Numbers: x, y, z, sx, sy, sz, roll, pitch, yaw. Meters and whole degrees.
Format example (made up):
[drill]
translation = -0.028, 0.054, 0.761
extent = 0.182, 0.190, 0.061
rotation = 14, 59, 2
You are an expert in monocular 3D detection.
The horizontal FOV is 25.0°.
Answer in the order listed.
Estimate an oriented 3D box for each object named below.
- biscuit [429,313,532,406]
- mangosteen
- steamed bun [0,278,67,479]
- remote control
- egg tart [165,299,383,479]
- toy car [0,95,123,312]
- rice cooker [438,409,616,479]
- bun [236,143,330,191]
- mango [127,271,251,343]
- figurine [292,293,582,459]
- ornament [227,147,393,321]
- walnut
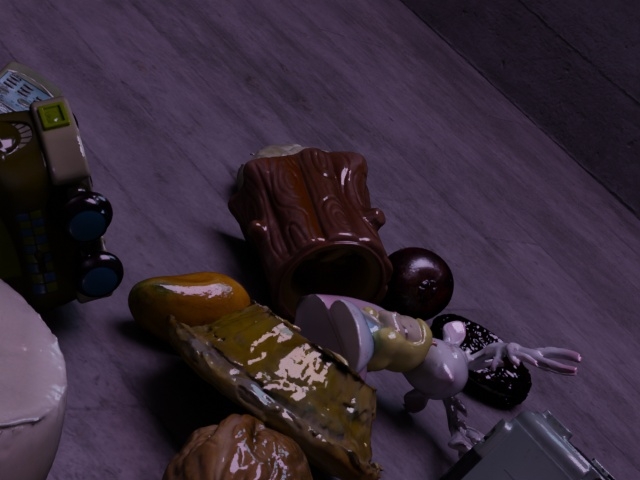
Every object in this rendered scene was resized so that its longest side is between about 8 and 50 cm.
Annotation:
[biscuit]
translation = 0.252, 0.187, 2.286
extent = 0.195, 0.053, 0.194
rotation = 30, 21, -13
[mangosteen]
translation = 0.141, 0.068, 2.303
extent = 0.140, 0.140, 0.140
rotation = 30, 21, -13
[steamed bun]
translation = -0.378, 0.140, 1.211
extent = 0.324, 0.206, 0.324
rotation = 30, 19, -11
[remote control]
translation = -0.441, -0.197, 2.085
extent = 0.098, 0.038, 0.233
rotation = 31, 22, -9
[egg tart]
translation = -0.039, 0.163, 1.685
extent = 0.315, 0.120, 0.315
rotation = 35, -4, 3
[toy car]
translation = -0.346, -0.029, 1.645
extent = 0.198, 0.247, 0.204
rotation = -14, 42, -12
[rice cooker]
translation = 0.253, 0.343, 1.715
extent = 0.241, 0.227, 0.280
rotation = 45, 2, 0
[bun]
translation = -0.026, -0.081, 2.326
extent = 0.220, 0.134, 0.220
rotation = 33, 19, -13
[mango]
translation = -0.164, 0.088, 1.798
extent = 0.165, 0.115, 0.089
rotation = -2, 60, -26
[figurine]
translation = 0.147, 0.195, 1.914
extent = 0.316, 0.206, 0.284
rotation = 8, 13, -31
[ornament]
translation = 0.000, 0.000, 2.106
extent = 0.235, 0.221, 0.217
rotation = 53, 10, -38
[walnut]
translation = -0.084, 0.257, 1.493
extent = 0.155, 0.155, 0.184
rotation = 33, 19, -5
